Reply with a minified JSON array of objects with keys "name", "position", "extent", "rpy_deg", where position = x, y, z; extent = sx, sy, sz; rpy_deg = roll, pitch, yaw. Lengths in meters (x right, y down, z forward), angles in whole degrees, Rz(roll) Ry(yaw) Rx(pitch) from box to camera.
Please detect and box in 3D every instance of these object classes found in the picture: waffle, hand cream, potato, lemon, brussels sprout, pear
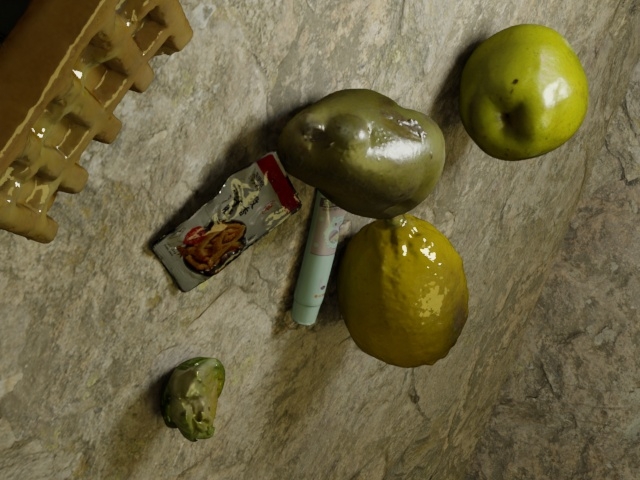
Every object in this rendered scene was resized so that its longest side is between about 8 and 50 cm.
[{"name":"waffle","position":[-0.268,-0.154,1.046],"extent":[0.348,0.077,0.304],"rpy_deg":[-57,177,-4]},{"name":"hand cream","position":[0.000,0.000,1.843],"extent":[0.085,0.058,0.331],"rpy_deg":[-6,117,-40]},{"name":"potato","position":[0.064,-0.143,1.625],"extent":[0.351,0.218,0.202],"rpy_deg":[9,110,-60]},{"name":"lemon","position":[0.159,0.097,1.981],"extent":[0.285,0.285,0.316],"rpy_deg":[-44,107,-31]},{"name":"brussels sprout","position":[-0.212,0.256,1.662],"extent":[0.139,0.100,0.181],"rpy_deg":[-63,155,-21]},{"name":"pear","position":[0.416,-0.303,2.047],"extent":[0.294,0.294,0.294],"rpy_deg":[-42,148,-34]}]

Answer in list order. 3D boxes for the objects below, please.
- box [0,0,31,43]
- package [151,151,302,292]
[{"name":"box","position":[-0.312,-0.261,0.987],"extent":[0.069,0.084,0.122],"rpy_deg":[24,94,-54]},{"name":"package","position":[-0.142,-0.028,1.522],"extent":[0.239,0.030,0.154],"rpy_deg":[-40,146,-10]}]
